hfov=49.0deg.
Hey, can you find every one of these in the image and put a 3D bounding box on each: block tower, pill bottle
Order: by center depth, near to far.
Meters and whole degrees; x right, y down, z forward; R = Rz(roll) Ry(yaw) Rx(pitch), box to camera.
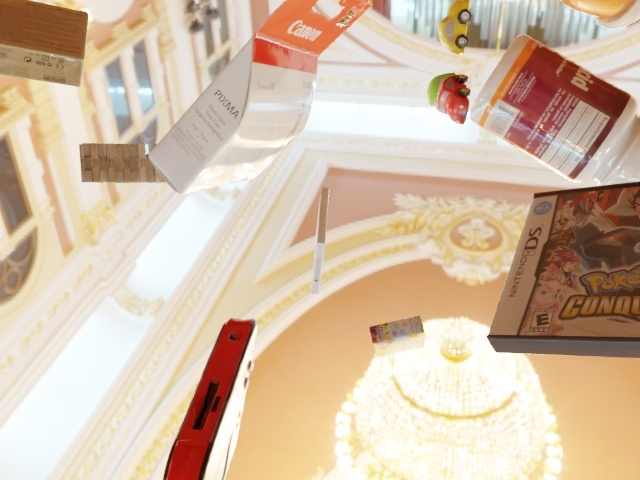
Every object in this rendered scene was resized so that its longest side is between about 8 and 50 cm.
[{"bbox_3d":[0.556,-0.270,1.571,0.392,0.224,0.224,33,-137,8],"label":"pill bottle"},{"bbox_3d":[-0.375,-0.177,1.594,0.335,0.091,0.097,-2,-174,-9],"label":"block tower"}]

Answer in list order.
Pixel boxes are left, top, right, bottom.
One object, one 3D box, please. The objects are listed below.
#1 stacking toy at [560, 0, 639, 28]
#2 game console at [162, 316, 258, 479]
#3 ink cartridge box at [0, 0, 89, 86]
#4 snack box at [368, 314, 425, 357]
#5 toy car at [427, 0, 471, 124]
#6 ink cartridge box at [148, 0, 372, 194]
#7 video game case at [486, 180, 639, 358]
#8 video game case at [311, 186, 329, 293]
[{"bbox_3d":[0.283,-0.516,1.059,0.479,0.351,0.351,4,-146,-1],"label":"stacking toy"},{"bbox_3d":[-0.169,0.342,1.105,0.060,0.342,0.386,10,-150,4],"label":"game console"},{"bbox_3d":[-0.658,-0.458,1.600,0.234,0.088,0.193,6,-133,-19],"label":"ink cartridge box"},{"bbox_3d":[0.151,0.188,1.359,0.100,0.141,0.037,-15,-112,4],"label":"snack box"},{"bbox_3d":[0.231,-0.296,1.296,0.053,0.225,0.239,4,-104,1],"label":"toy car"},{"bbox_3d":[-0.066,-0.242,1.151,0.091,0.385,0.308,50,-160,5],"label":"ink cartridge box"},{"bbox_3d":[0.353,0.025,0.811,0.274,0.035,0.248,-5,-137,40],"label":"video game case"},{"bbox_3d":[0.000,0.000,1.653,0.022,0.173,0.190,6,-135,-2],"label":"video game case"}]
